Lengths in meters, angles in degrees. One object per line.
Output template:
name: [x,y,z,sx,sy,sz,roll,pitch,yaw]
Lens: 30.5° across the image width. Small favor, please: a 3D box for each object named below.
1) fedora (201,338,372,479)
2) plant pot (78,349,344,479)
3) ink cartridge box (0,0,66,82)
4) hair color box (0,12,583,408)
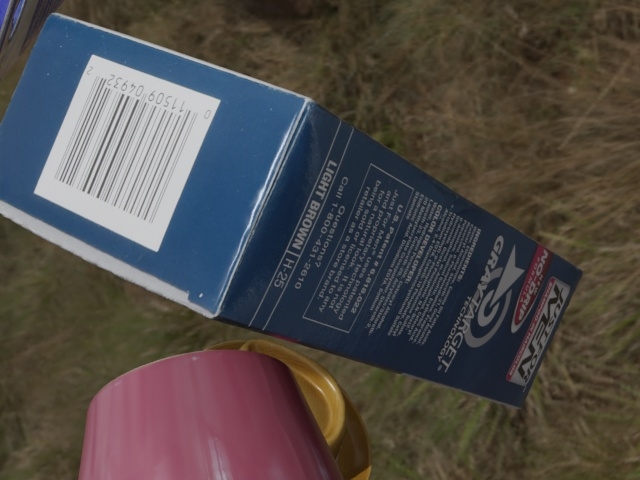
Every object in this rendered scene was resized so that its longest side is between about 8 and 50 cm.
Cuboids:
fedora: [-0.036,0.147,0.999,0.194,0.194,0.079,51,140,26]
plant pot: [-0.059,0.170,0.667,0.201,0.201,0.180,-48,45,45]
ink cartridge box: [-0.166,-0.234,0.769,0.065,0.333,0.165,27,130,-8]
hair color box: [0.000,0.000,0.662,0.173,0.347,0.105,23,90,34]
